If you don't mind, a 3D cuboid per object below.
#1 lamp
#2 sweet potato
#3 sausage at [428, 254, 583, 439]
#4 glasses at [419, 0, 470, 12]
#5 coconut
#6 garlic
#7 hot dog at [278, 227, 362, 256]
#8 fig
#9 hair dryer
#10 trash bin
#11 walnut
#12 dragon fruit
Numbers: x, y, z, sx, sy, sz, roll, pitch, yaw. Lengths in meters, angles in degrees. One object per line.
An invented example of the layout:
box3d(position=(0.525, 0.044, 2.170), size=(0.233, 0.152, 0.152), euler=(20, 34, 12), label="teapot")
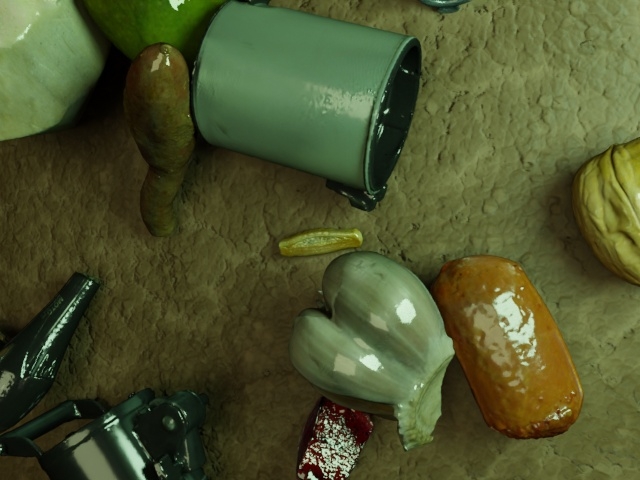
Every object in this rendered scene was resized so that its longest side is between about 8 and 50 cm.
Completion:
box3d(position=(-0.321, 0.397, 1.017), size=(0.374, 0.205, 0.272), euler=(-17, 92, 27), label="lamp")
box3d(position=(-0.237, -0.148, 0.923), size=(0.109, 0.109, 0.385), euler=(37, 147, 11), label="sweet potato")
box3d(position=(0.252, 0.142, 0.845), size=(0.141, 0.153, 0.268), euler=(-26, 86, 7), label="sausage")
box3d(position=(0.210, -0.477, 0.838), size=(0.234, 0.118, 0.268), euler=(-24, 67, 40), label="glasses")
box3d(position=(-0.487, -0.315, 0.961), size=(0.353, 0.353, 0.352), euler=(1, 95, 17), label="coconut")
box3d(position=(0.067, 0.141, 0.870), size=(0.292, 0.237, 0.210), euler=(38, 85, 29), label="garlic")
box3d(position=(0.000, 0.000, 0.977), size=(0.137, 0.028, 0.044), euler=(-9, 118, 20), label="hot dog")
box3d(position=(-0.225, -0.326, 0.939), size=(0.233, 0.233, 0.314), euler=(10, 140, 16), label="fig")
box3d(position=(-0.587, 0.156, 1.129), size=(0.360, 0.120, 0.303), euler=(18, 74, 33), label="hair dryer")
box3d(position=(-0.014, -0.205, 0.866), size=(0.263, 0.217, 0.277), euler=(17, 114, 15), label="trash bin")
box3d(position=(0.418, -0.034, 0.781), size=(0.165, 0.165, 0.197), euler=(-34, 84, 17), label="walnut")
box3d(position=(0.017, 0.320, 0.974), size=(0.102, 0.096, 0.147), euler=(28, 71, 3), label="dragon fruit")
